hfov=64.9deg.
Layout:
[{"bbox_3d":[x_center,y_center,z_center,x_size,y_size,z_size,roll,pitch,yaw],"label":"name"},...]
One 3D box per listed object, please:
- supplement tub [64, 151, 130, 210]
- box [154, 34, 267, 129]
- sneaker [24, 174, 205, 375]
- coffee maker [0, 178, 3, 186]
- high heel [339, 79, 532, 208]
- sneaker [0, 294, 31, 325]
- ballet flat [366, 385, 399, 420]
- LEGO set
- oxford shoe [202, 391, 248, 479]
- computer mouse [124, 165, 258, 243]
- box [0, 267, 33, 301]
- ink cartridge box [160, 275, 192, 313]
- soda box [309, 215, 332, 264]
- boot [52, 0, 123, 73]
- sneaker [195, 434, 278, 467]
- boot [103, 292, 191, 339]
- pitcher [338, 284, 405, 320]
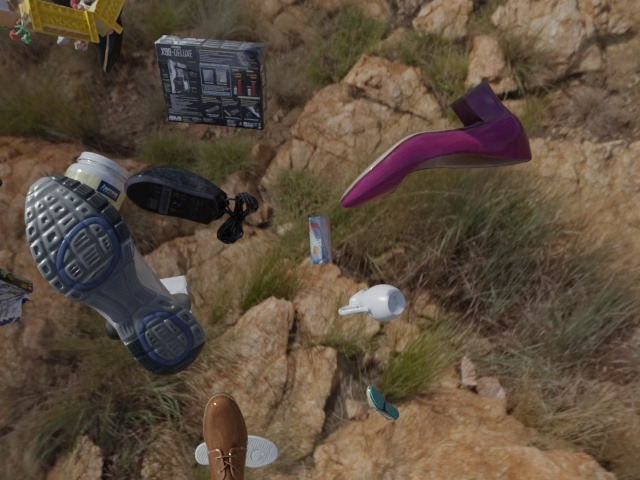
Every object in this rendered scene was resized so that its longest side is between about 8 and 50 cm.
[{"bbox_3d":[-0.912,-0.157,1.976,0.235,0.235,0.325,15,72,12],"label":"supplement tub"},{"bbox_3d":[-0.315,-0.464,1.491,0.307,0.243,0.077,6,39,5],"label":"box"},{"bbox_3d":[-0.272,0.049,0.656,0.111,0.297,0.129,-36,24,-18],"label":"sneaker"},{"bbox_3d":[-0.942,-0.129,1.295,0.120,0.171,0.178,-16,50,26],"label":"coffee maker"},{"bbox_3d":[0.225,-0.131,0.951,0.377,0.127,0.181,-36,93,-1],"label":"high heel"},{"bbox_3d":[-1.087,0.247,1.712,0.111,0.131,0.297,-25,29,18],"label":"sneaker"},{"bbox_3d":[0.180,0.511,1.555,0.052,0.168,0.057,-25,29,32],"label":"ballet flat"},{"bbox_3d":[-0.388,-0.339,0.755,0.107,0.132,0.287,-14,34,37],"label":"LEGO set"},{"bbox_3d":[-0.156,0.368,0.854,0.075,0.076,0.213,-7,87,-13],"label":"oxford shoe"},{"bbox_3d":[-0.281,-0.094,1.095,0.272,0.188,0.072,18,53,-19],"label":"computer mouse"},{"bbox_3d":[-0.639,0.083,0.963,0.093,0.137,0.027,-16,67,5],"label":"box"},{"bbox_3d":[-0.578,0.265,1.868,0.171,0.233,0.168,-10,63,-22],"label":"ink cartridge box"},{"bbox_3d":[0.000,0.000,1.925,0.058,0.062,0.183,-7,85,40],"label":"soda box"},{"bbox_3d":[-0.491,-0.456,1.050,0.136,0.198,0.077,15,49,-14],"label":"boot"},{"bbox_3d":[-0.262,0.665,1.616,0.255,0.151,0.094,3,78,-5],"label":"sneaker"},{"bbox_3d":[-0.415,0.163,1.266,0.246,0.161,0.084,-17,65,-43],"label":"boot"},{"bbox_3d":[0.177,0.226,1.747,0.177,0.207,0.126,-22,98,-34],"label":"pitcher"}]
